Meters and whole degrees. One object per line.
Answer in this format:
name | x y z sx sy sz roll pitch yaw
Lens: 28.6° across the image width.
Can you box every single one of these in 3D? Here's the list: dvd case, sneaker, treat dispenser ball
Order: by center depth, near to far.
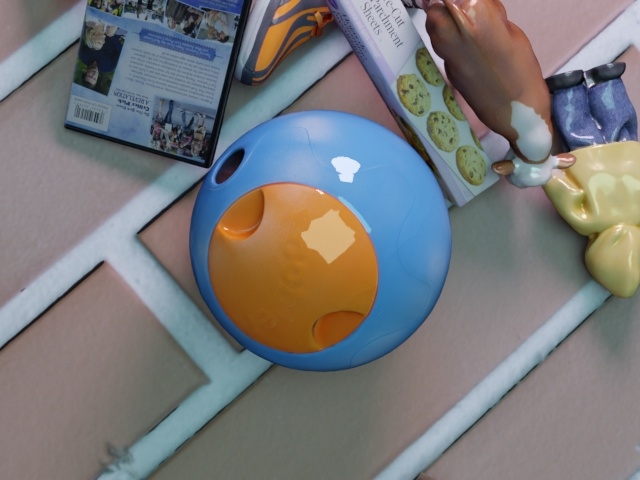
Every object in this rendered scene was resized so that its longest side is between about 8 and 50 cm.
treat dispenser ball | 0.000 0.000 1.380 0.288 0.288 0.288 1 86 -9
dvd case | -0.183 -0.220 1.425 0.180 0.022 0.253 16 114 -1
sneaker | 0.034 -0.296 1.484 0.180 0.124 0.321 30 82 -5

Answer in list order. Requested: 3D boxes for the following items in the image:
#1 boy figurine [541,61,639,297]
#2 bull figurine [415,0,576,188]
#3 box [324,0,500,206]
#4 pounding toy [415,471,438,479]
boy figurine | 0.359 -0.074 1.540 0.177 0.092 0.285 -13 90 -7
bull figurine | 0.197 -0.197 1.447 0.101 0.310 0.188 -26 46 8
box | 0.103 -0.184 1.459 0.067 0.063 0.324 -36 116 -7
pounding toy | 0.137 0.358 1.453 0.100 0.141 0.130 35 82 -6
